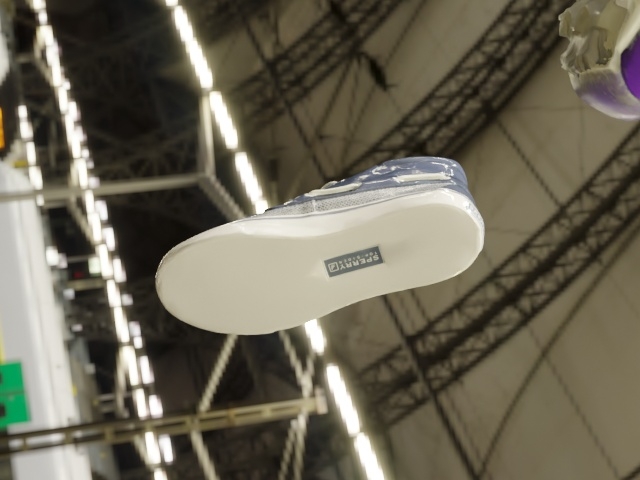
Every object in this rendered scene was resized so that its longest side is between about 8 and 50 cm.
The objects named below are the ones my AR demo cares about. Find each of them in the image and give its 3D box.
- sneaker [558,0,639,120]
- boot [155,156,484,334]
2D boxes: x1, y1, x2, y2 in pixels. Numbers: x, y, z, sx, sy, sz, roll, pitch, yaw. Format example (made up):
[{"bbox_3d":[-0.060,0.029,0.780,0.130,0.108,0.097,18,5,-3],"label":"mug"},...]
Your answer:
[{"bbox_3d":[0.197,-0.126,0.346,0.293,0.146,0.102,-50,-174,3],"label":"sneaker"},{"bbox_3d":[0.000,0.000,0.761,0.086,0.190,0.069,-88,168,-66],"label":"boot"}]
